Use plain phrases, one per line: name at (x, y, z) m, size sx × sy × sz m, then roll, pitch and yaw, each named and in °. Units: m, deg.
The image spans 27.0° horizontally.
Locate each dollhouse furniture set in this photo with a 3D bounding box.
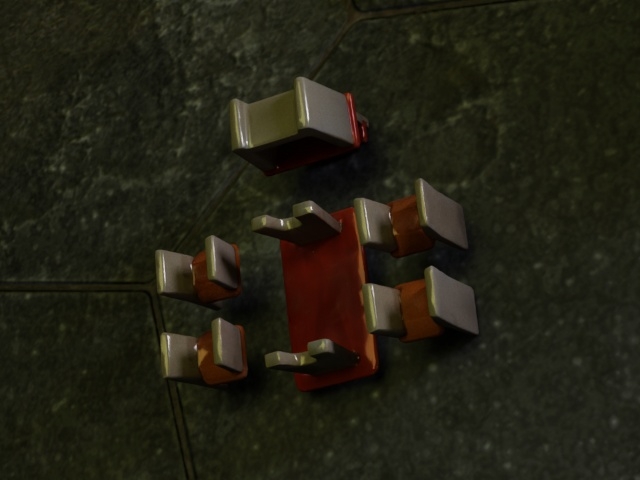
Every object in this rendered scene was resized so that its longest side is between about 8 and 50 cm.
dollhouse furniture set at (0.000, 0.000, 1.170) m, size 0.262 × 0.135 × 0.259 m, roll -15°, pitch 70°, yaw 26°
